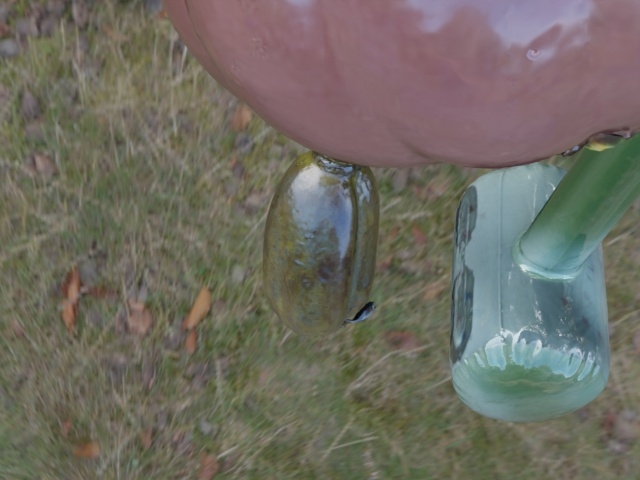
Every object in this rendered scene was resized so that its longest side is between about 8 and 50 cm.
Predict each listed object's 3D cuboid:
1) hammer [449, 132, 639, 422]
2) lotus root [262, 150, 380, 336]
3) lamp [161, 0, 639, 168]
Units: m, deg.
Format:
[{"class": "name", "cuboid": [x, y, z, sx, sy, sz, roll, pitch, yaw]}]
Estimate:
[{"class": "hammer", "cuboid": [0.191, -0.022, 1.022, 0.118, 0.335, 0.206, 14, 51, -13]}, {"class": "lotus root", "cuboid": [0.000, 0.000, 1.610, 0.123, 0.241, 0.124, 19, 35, 22]}, {"class": "lamp", "cuboid": [0.069, -0.169, 0.600, 0.305, 0.305, 0.240, -24, 117, -12]}]
